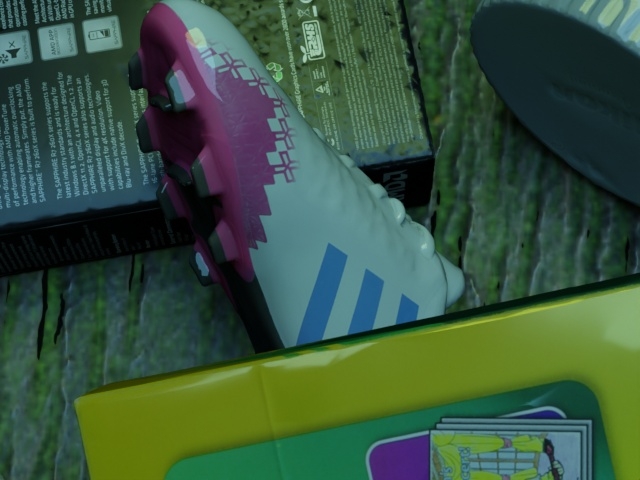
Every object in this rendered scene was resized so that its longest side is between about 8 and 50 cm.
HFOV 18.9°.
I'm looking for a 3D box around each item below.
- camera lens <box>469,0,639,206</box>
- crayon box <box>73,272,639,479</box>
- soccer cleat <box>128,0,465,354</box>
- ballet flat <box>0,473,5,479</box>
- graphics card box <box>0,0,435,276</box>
[{"bbox_3d":[0.249,-0.176,1.164,0.219,0.219,0.274,35,74,13],"label":"camera lens"},{"bbox_3d":[0.065,0.224,1.007,0.313,0.106,0.362,-12,90,6],"label":"crayon box"},{"bbox_3d":[0.000,0.000,1.112,0.143,0.116,0.331,-26,108,-17],"label":"soccer cleat"},{"bbox_3d":[-0.251,0.122,1.155,0.168,0.052,0.057,40,75,14],"label":"ballet flat"},{"bbox_3d":[-0.127,-0.111,1.216,0.371,0.094,0.232,-11,71,-2],"label":"graphics card box"}]
